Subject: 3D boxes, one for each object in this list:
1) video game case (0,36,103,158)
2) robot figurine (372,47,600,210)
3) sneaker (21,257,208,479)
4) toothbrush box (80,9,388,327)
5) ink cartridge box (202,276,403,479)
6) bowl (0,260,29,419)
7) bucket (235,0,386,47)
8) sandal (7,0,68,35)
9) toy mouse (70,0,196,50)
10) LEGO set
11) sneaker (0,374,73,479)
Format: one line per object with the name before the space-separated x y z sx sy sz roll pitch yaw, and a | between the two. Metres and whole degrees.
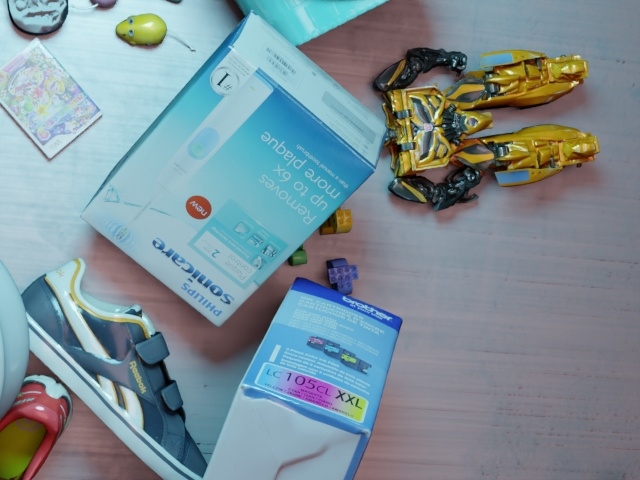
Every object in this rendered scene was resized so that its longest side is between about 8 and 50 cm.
video game case | -0.336 -0.173 1.759 0.087 0.011 0.122 -42 99 -12
robot figurine | 0.205 -0.153 1.860 0.290 0.085 0.211 -9 90 -15
sneaker | -0.224 0.160 1.722 0.127 0.126 0.321 -44 98 -6
toothbrush box | -0.100 -0.079 1.685 0.216 0.126 0.295 41 119 -11
ink cartridge box | -0.028 0.218 1.647 0.151 0.395 0.270 22 110 0
bowl | -0.429 0.101 1.635 0.134 0.297 0.298 -18 95 -58
bucket | 0.007 -0.351 1.727 0.281 0.281 0.183 -30 99 -13
sandal | -0.352 -0.375 1.736 0.097 0.054 0.255 -17 93 -14
toy mouse | -0.224 -0.313 1.777 0.161 0.031 0.143 4 87 -17
LEGO set | 0.000 0.000 1.799 0.087 0.093 0.227 -9 91 -15
sneaker | -0.391 0.274 1.666 0.107 0.118 0.279 35 99 -12
